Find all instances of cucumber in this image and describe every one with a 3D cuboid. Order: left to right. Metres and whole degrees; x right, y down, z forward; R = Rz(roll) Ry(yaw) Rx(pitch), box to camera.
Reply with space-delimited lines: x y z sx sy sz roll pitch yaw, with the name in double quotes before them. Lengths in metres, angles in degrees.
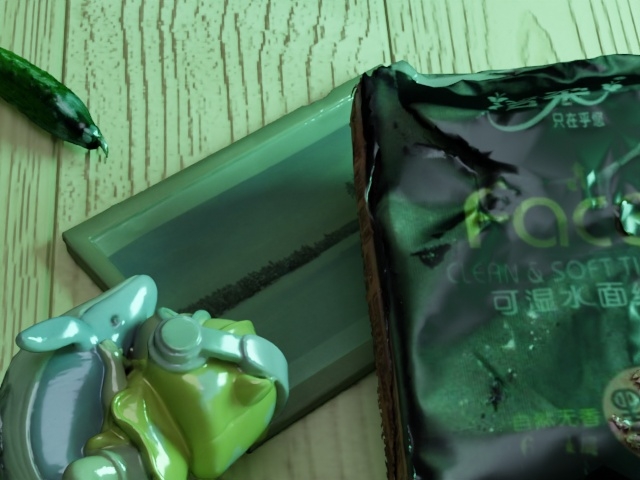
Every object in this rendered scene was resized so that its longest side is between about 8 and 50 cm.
"cucumber" -0.207 -0.108 1.226 0.155 0.037 0.037 33 56 21

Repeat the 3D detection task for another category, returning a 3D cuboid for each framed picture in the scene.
"framed picture" 0.000 0.000 1.164 0.289 0.016 0.213 -30 59 -26

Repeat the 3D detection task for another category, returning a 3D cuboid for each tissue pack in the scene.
"tissue pack" 0.148 0.028 1.069 0.245 0.123 0.332 0 57 -8

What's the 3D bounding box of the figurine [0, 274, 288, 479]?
"figurine" -0.109 0.114 0.992 0.183 0.128 0.209 -3 61 -3
